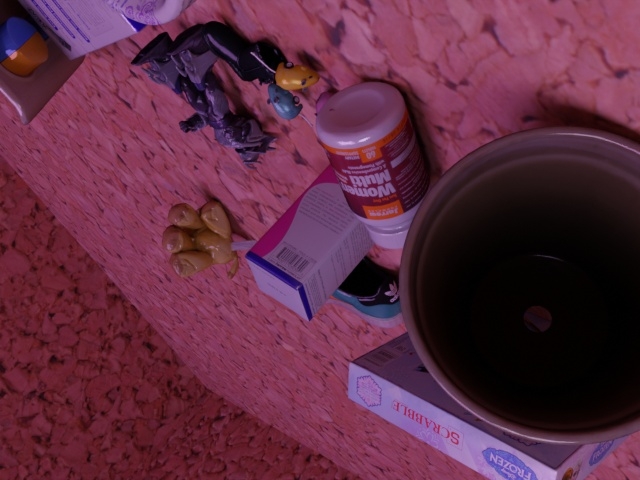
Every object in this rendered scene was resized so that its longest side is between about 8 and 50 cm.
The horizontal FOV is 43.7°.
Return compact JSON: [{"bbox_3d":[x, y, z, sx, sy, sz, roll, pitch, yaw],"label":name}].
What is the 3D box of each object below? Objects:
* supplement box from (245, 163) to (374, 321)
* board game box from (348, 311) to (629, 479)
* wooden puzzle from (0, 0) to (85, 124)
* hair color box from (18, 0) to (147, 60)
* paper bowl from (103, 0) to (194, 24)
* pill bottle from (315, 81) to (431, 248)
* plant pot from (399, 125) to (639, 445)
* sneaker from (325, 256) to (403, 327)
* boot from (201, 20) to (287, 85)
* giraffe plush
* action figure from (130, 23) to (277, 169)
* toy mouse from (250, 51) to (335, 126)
[{"bbox_3d":[0.000,0.000,1.278,0.111,0.220,0.114,31,157,26],"label":"supplement box"},{"bbox_3d":[0.260,0.198,1.103,0.317,0.318,0.066,23,121,40],"label":"board game box"},{"bbox_3d":[-0.561,-0.421,1.426,0.080,0.322,0.348,-24,118,20],"label":"wooden puzzle"},{"bbox_3d":[-0.384,-0.415,1.300,0.338,0.110,0.185,5,139,54],"label":"hair color box"},{"bbox_3d":[-0.229,-0.421,0.973,0.284,0.148,0.284,36,158,17],"label":"paper bowl"},{"bbox_3d":[0.082,-0.096,1.093,0.121,0.121,0.221,22,151,40],"label":"pill bottle"},{"bbox_3d":[0.260,0.072,0.918,0.323,0.323,0.280,35,173,17],"label":"plant pot"},{"bbox_3d":[0.028,0.062,1.512,0.302,0.108,0.121,17,148,31],"label":"sneaker"},{"bbox_3d":[-0.110,-0.279,1.178,0.121,0.045,0.099,46,161,-30],"label":"boot"},{"bbox_3d":[-0.272,-0.005,1.852,0.210,0.182,0.170,13,180,-23],"label":"giraffe plush"},{"bbox_3d":[-0.181,-0.220,1.340,0.185,0.099,0.285,7,145,41],"label":"action figure"},{"bbox_3d":[-0.024,-0.197,1.159,0.160,0.031,0.143,17,154,11],"label":"toy mouse"}]
